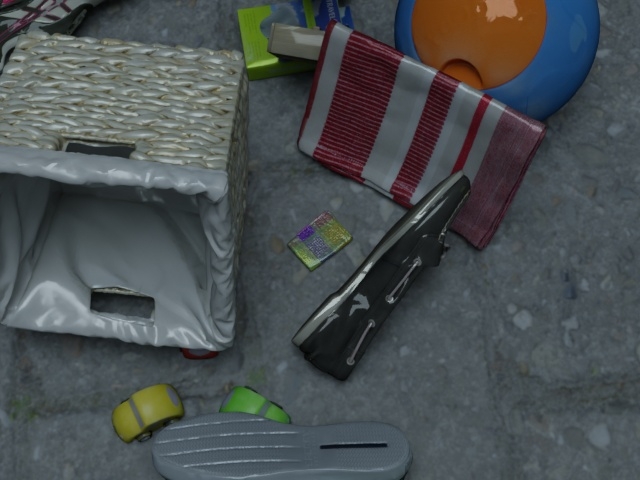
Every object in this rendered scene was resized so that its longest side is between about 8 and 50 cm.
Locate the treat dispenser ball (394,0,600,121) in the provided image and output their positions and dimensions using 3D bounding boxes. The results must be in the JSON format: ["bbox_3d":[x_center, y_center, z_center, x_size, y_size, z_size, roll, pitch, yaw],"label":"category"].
[{"bbox_3d":[0.248,-0.297,1.546,0.288,0.288,0.288,0,70,0],"label":"treat dispenser ball"}]

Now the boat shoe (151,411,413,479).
[{"bbox_3d":[-0.050,0.305,1.413,0.335,0.119,0.121,3,36,0],"label":"boat shoe"}]

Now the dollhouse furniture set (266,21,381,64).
[{"bbox_3d":[0.029,-0.375,1.578,0.161,0.212,0.242,11,96,6],"label":"dollhouse furniture set"}]

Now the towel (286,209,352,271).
[{"bbox_3d":[0.000,0.000,1.586,0.083,0.009,0.060,-40,75,-12],"label":"towel"}]

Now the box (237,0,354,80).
[{"bbox_3d":[-0.033,-0.315,1.685,0.178,0.042,0.109,-10,70,-2],"label":"box"}]

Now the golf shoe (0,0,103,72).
[{"bbox_3d":[-0.403,-0.351,1.684,0.273,0.105,0.120,-21,87,-1],"label":"golf shoe"}]

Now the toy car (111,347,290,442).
[{"bbox_3d":[-0.144,0.204,1.488,0.225,0.053,0.239,28,73,10],"label":"toy car"}]

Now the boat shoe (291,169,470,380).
[{"bbox_3d":[0.103,0.050,1.498,0.095,0.112,0.335,43,94,-3],"label":"boat shoe"}]

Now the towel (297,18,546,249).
[{"bbox_3d":[0.128,-0.144,1.524,0.329,0.237,0.037,29,47,11],"label":"towel"}]

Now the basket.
[{"bbox_3d":[-0.257,-0.060,1.423,0.328,0.331,0.266,6,48,2],"label":"basket"}]
